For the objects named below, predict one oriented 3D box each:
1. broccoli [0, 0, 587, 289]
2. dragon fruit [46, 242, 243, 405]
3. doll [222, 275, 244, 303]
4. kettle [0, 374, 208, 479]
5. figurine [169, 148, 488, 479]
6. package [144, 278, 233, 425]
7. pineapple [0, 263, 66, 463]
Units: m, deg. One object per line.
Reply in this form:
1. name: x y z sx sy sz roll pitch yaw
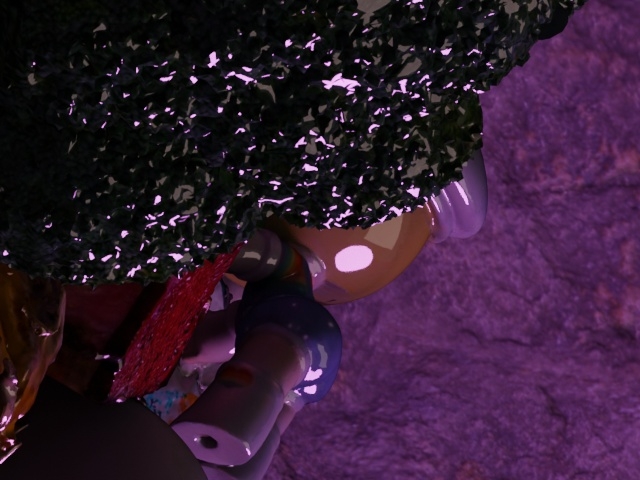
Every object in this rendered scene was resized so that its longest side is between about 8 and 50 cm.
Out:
1. broccoli: -0.044 -0.114 0.669 0.269 0.254 0.269 -34 -157 16
2. dragon fruit: -0.130 0.017 1.133 0.262 0.189 0.163 29 61 -89
3. doll: -0.152 0.163 1.899 0.258 0.154 0.228 -55 145 -37
4. kettle: -0.224 0.256 1.065 0.376 0.361 0.250 -104 -159 -67
5. figurine: -0.001 0.020 1.399 0.224 0.205 0.381 82 24 -65
6. package: -0.121 0.143 1.556 0.040 0.232 0.166 -3 -177 45
7. pineapple: -0.183 0.033 0.683 0.334 0.158 0.161 -46 173 -33
